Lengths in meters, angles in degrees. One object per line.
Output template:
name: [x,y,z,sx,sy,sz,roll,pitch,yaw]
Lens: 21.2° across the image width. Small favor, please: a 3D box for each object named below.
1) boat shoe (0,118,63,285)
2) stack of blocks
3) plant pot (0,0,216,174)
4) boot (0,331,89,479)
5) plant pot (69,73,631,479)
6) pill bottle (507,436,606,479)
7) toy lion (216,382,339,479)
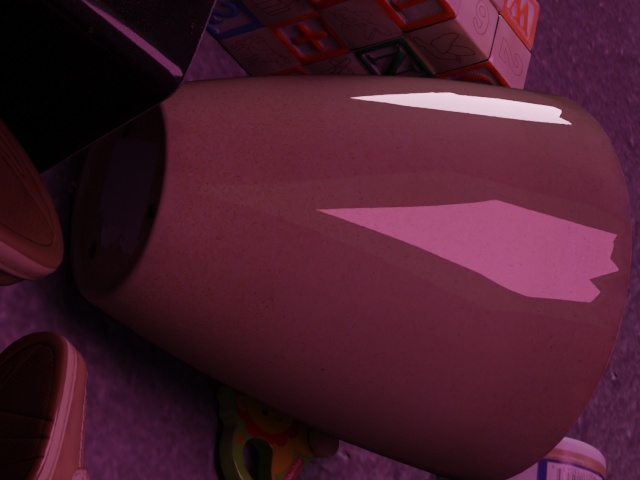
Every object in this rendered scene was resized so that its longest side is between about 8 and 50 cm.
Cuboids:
boat shoe: [-0.266,-0.058,0.785,0.341,0.110,0.121,34,25,-39]
stack of blocks: [-0.006,-0.195,1.122,0.297,0.171,0.087,45,47,-37]
plant pot: [-0.164,-0.161,0.903,0.167,0.187,0.188,35,52,-27]
boot: [-0.126,0.170,0.932,0.165,0.077,0.213,27,64,-46]
plant pot: [0.000,0.000,1.034,0.274,0.256,0.256,14,67,-30]
pill bottle: [0.151,0.244,1.257,0.112,0.112,0.186,32,56,-45]
toy lion: [-0.036,0.121,1.111,0.096,0.034,0.100,54,42,-19]
